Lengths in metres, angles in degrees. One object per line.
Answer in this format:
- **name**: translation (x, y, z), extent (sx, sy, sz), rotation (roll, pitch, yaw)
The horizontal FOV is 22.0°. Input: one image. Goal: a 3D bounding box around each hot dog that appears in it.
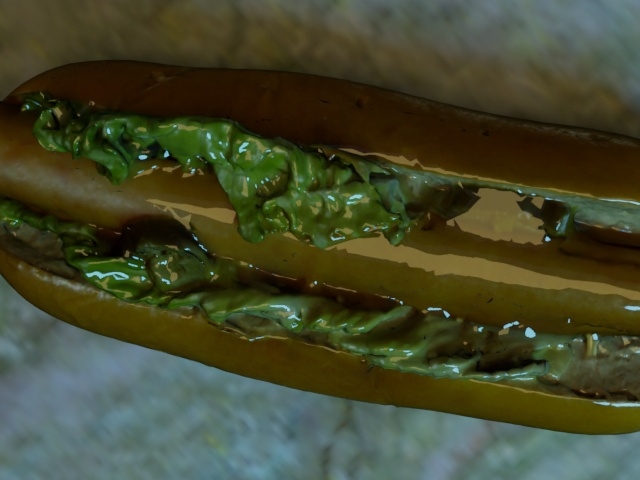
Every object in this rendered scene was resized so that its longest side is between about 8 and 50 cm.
- **hot dog**: translation (0.000, 0.000, 0.695), extent (0.337, 0.100, 0.135), rotation (12, 103, 6)
